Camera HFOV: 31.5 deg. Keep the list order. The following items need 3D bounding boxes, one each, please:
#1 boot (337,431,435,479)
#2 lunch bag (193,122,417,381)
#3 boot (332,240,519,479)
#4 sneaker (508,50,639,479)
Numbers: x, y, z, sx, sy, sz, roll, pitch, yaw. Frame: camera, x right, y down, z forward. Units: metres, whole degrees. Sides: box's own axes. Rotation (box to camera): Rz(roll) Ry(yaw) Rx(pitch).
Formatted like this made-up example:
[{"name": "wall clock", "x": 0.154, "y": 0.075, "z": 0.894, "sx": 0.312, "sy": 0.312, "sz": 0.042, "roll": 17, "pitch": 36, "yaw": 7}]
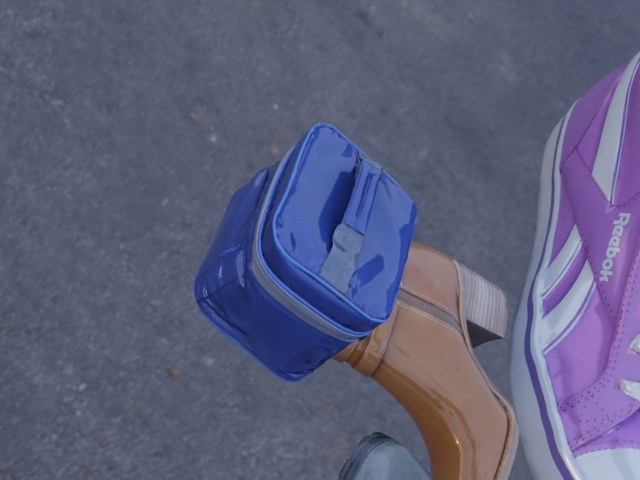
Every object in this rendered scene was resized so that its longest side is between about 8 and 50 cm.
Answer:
[{"name": "boot", "x": 0.113, "y": 0.222, "z": 0.822, "sx": 0.083, "sy": 0.161, "sz": 0.246, "roll": -62, "pitch": 147, "yaw": -13}, {"name": "lunch bag", "x": 0.000, "y": 0.000, "z": 0.469, "sx": 0.067, "sy": 0.065, "sz": 0.098, "roll": 39, "pitch": 40, "yaw": -19}, {"name": "boot", "x": 0.078, "y": 0.120, "z": 1.081, "sx": 0.220, "sy": 0.109, "sz": 0.283, "roll": 23, "pitch": 59, "yaw": -24}, {"name": "sneaker", "x": 0.170, "y": 0.007, "z": 0.518, "sx": 0.102, "sy": 0.161, "sz": 0.282, "roll": 19, "pitch": 55, "yaw": -20}]
